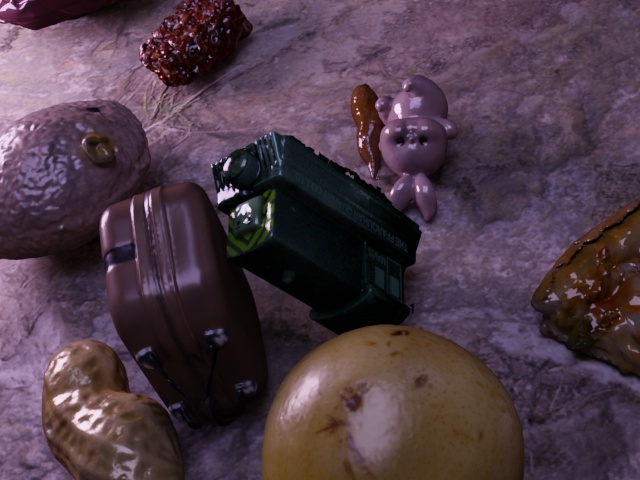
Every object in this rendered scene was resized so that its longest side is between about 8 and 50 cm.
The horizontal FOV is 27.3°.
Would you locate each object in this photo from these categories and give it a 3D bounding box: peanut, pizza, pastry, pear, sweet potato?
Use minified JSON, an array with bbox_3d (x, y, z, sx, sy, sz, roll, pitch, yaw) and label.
[{"bbox_3d":[-0.271,0.240,1.675,0.147,0.147,0.305,-35,45,-18],"label":"peanut"},{"bbox_3d":[0.473,0.054,1.708,0.392,0.080,0.435,0,48,13],"label":"pizza"},{"bbox_3d":[-0.207,-0.333,2.184,0.115,0.097,0.208,18,54,33],"label":"pastry"},{"bbox_3d":[0.080,0.250,1.480,0.309,0.309,0.309,-6,48,7],"label":"pear"},{"bbox_3d":[0.076,-0.168,2.012,0.056,0.056,0.195,-7,54,6],"label":"sweet potato"}]

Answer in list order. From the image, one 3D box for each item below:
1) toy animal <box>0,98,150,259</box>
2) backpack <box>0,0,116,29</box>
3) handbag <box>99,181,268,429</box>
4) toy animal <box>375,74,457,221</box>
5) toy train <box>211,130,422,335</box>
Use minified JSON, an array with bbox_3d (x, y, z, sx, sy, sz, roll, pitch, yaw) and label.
[{"bbox_3d":[-0.396,-0.086,1.950,0.358,0.188,0.226,-41,47,-21],"label":"toy animal"},{"bbox_3d":[-0.457,-0.484,2.310,0.317,0.197,0.283,-42,55,-17],"label":"backpack"},{"bbox_3d":[-0.164,0.107,1.661,0.149,0.302,0.283,-16,54,1],"label":"handbag"},{"bbox_3d":[0.139,-0.135,1.922,0.124,0.124,0.212,-4,52,9],"label":"toy animal"},{"bbox_3d":[0.000,0.000,1.714,0.138,0.330,0.178,-25,49,35],"label":"toy train"}]
